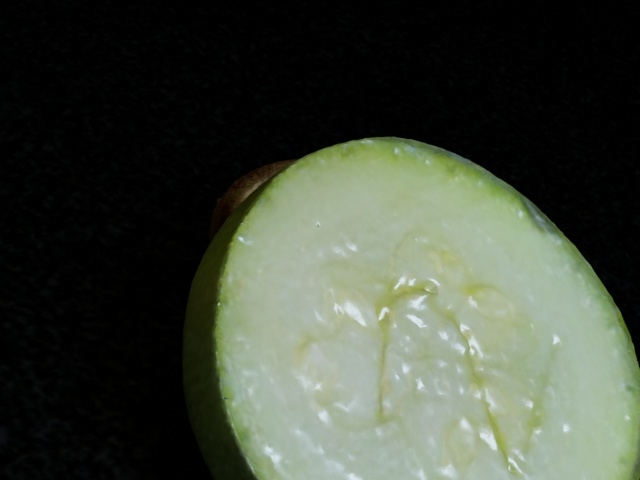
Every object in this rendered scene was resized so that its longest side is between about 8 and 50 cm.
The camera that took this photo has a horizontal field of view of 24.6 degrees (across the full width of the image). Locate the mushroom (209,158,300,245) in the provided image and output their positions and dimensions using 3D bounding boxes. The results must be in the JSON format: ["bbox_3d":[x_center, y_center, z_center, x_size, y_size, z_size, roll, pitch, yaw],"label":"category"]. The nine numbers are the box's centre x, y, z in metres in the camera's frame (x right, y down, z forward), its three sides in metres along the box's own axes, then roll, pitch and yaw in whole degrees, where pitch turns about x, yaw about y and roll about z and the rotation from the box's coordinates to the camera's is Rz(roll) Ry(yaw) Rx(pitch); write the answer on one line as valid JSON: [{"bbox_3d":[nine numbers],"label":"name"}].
[{"bbox_3d":[-0.003,0.006,0.829,0.109,0.085,0.126,-8,49,-42],"label":"mushroom"}]

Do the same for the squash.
[{"bbox_3d":[0.049,0.065,0.742,0.252,0.049,0.252,13,60,-24],"label":"squash"}]
